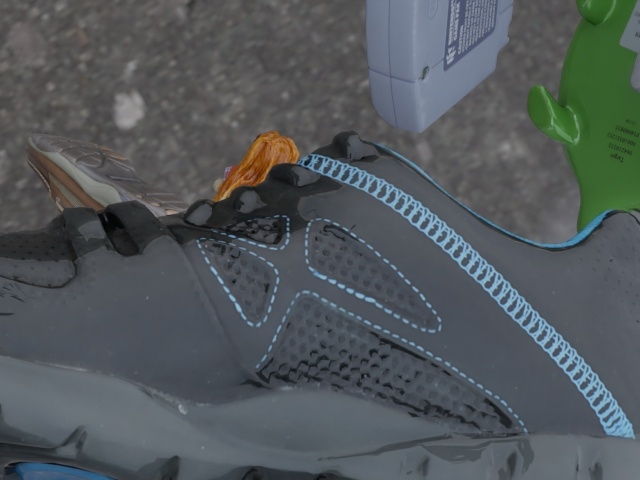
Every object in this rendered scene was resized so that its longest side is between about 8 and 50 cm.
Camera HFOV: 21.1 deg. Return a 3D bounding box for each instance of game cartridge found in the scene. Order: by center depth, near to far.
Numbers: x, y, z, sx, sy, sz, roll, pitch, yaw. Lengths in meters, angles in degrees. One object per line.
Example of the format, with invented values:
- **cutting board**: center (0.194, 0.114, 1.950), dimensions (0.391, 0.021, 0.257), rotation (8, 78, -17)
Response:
- **game cartridge**: center (0.107, -0.248, 1.441), dimensions (0.196, 0.060, 0.294), rotation (-45, 146, -48)

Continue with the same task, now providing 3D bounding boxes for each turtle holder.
- **turtle holder**: center (0.364, -0.114, 1.667), dimensions (0.227, 0.243, 0.320), rotation (11, 75, -42)

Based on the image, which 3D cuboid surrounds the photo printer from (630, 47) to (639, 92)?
- **photo printer**: center (0.405, -0.223, 1.345), dimensions (0.256, 0.107, 0.307), rotation (18, 91, -13)

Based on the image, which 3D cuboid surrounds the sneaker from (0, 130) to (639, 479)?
- **sneaker**: center (-0.033, 0.032, 0.595), dimensions (0.341, 0.125, 0.139), rotation (13, 69, -18)

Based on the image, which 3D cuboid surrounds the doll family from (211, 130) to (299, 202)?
- **doll family**: center (0.000, 0.000, 1.386), dimensions (0.118, 0.263, 0.163), rotation (-21, 130, -57)

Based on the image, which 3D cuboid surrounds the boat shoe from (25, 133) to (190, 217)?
- **boat shoe**: center (-0.277, -0.041, 2.094), dimensions (0.123, 0.324, 0.116), rotation (10, 107, -38)
